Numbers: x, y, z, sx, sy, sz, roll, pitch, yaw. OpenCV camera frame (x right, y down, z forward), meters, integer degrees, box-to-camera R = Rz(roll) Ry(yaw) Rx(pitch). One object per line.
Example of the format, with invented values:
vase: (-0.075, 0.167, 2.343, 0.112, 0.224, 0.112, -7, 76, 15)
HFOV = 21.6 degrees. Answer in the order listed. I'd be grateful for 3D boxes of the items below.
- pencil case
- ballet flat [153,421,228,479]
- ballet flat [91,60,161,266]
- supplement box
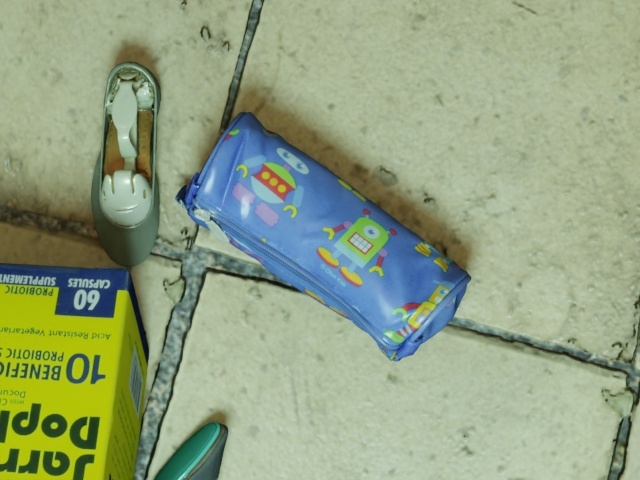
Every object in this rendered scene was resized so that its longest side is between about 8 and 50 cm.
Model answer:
pencil case: (0.000, 0.000, 1.686, 0.306, 0.119, 0.133, 36, 57, 6)
ballet flat: (-0.155, 0.273, 1.688, 0.074, 0.074, 0.203, 44, 80, 6)
ballet flat: (-0.202, -0.081, 1.728, 0.072, 0.068, 0.213, 1, 83, 2)
supplement box: (-0.283, 0.218, 1.573, 0.194, 0.195, 0.356, 3, 63, 2)
